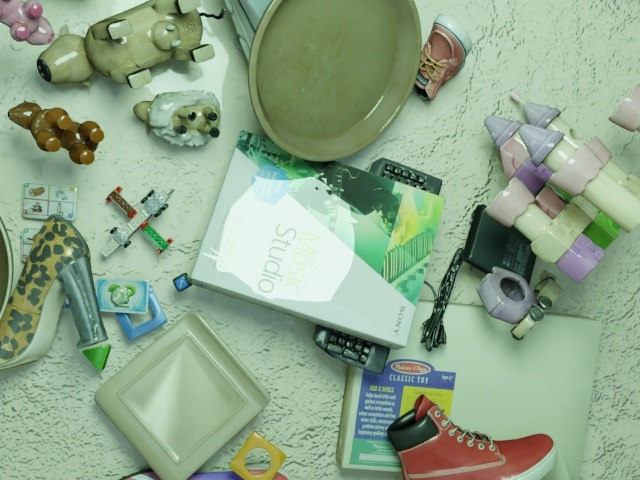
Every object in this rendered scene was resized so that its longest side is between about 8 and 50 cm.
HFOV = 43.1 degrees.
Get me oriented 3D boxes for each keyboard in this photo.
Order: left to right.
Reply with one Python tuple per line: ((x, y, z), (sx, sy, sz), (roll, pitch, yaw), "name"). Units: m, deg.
((0.125, 0.047, 1.222), (0.201, 0.033, 0.317), (21, 77, -10), "keyboard")

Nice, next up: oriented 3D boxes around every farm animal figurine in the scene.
((-0.296, -0.279, 1.079), (0.326, 0.172, 0.330), (-10, 111, -29), "farm animal figurine")

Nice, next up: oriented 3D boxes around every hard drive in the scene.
((0.284, 0.014, 1.268), (0.135, 0.022, 0.094), (28, 72, -30), "hard drive")

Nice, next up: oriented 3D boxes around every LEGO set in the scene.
((-0.304, 0.012, 1.171), (0.244, 0.060, 0.183), (3, 95, -1), "LEGO set")

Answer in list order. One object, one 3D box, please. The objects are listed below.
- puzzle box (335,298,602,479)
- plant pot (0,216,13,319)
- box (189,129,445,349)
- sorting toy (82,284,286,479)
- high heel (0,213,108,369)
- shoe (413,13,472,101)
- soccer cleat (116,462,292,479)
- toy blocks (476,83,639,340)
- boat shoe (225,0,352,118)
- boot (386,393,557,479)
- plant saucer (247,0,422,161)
((0.238, 0.236, 1.292), (0.408, 0.052, 0.272), (7, 94, -12), "puzzle box")
((-0.531, 0.026, 1.041), (0.284, 0.191, 0.284), (-1, 96, -12), "plant pot")
((0.000, 0.000, 1.170), (0.321, 0.058, 0.232), (18, 77, -5), "box")
((-0.200, 0.232, 1.186), (0.196, 0.047, 0.348), (-41, 88, -10), "sorting toy")
((-0.427, 0.080, 1.121), (0.261, 0.093, 0.186), (-16, 86, 11), "high heel")
((0.169, -0.259, 1.177), (0.063, 0.178, 0.081), (41, 89, 10), "shoe")
((-0.188, 0.395, 1.182), (0.318, 0.116, 0.109), (-4, 96, -12), "soccer cleat")
((0.324, -0.084, 1.189), (0.260, 0.309, 0.288), (41, 47, 11), "toy blocks")
((-0.061, -0.283, 1.148), (0.136, 0.156, 0.367), (-39, 130, -11), "boat shoe")
((0.230, 0.299, 1.228), (0.244, 0.088, 0.176), (-18, 97, -6), "boot")
((0.018, -0.243, 1.093), (0.277, 0.041, 0.278), (-18, 124, -28), "plant saucer")
